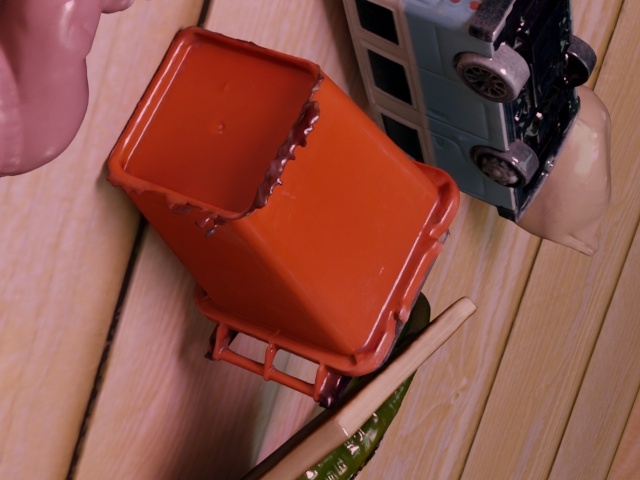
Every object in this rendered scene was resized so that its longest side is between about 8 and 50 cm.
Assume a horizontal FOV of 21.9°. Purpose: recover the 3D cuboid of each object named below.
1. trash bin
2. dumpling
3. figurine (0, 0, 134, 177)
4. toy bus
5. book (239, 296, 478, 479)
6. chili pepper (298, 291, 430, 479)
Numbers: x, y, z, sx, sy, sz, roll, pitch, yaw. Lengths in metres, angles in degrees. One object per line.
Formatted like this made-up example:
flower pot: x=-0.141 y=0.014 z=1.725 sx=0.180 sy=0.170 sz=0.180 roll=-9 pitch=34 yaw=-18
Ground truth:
trash bin: x=-0.032 y=-0.016 z=1.083 sx=0.184 sy=0.161 sz=0.239 roll=-64 pitch=151 yaw=-11
dumpling: x=0.221 y=-0.090 z=1.630 sx=0.132 sy=0.162 sz=0.250 roll=-24 pitch=132 yaw=-9
figurine: x=-0.189 y=-0.063 z=0.621 sx=0.287 sy=0.176 sz=0.186 roll=-24 pitch=125 yaw=-34
toy bus: x=0.109 y=-0.146 z=1.256 sx=0.133 sy=0.164 sz=0.271 roll=-59 pitch=157 yaw=-20
book: x=-0.021 y=0.161 z=1.241 sx=0.295 sy=0.020 sz=0.208 roll=-43 pitch=177 yaw=39
chili pepper: x=0.013 y=0.175 z=1.465 sx=0.359 sy=0.076 sz=0.085 roll=-52 pitch=161 yaw=-32
